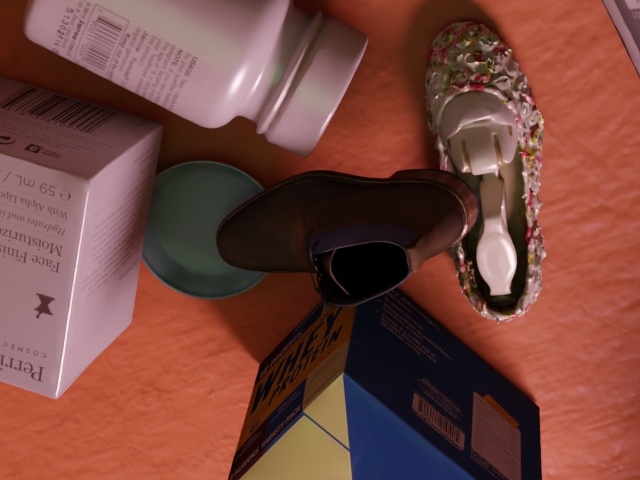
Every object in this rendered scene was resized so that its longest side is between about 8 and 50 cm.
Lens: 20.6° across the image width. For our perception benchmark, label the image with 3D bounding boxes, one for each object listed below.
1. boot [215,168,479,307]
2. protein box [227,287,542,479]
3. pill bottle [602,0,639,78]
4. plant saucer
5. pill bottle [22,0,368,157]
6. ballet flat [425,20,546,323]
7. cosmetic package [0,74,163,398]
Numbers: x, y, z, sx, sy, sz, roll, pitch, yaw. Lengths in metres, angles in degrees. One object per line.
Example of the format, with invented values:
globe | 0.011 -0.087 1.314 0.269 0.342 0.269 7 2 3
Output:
boot | 0.000 0.000 1.313 0.219 0.106 0.082 -11 109 28
protein box | 0.056 0.158 1.365 0.200 0.201 0.136 40 111 -11
pill bottle | 0.328 -0.124 1.219 0.204 0.204 0.361 -24 108 15
plant saucer | -0.089 -0.011 1.407 0.119 0.021 0.119 2 112 5
pill bottle | -0.089 -0.156 1.288 0.229 0.131 0.131 27 113 -5
ballet flat | 0.131 -0.045 1.341 0.091 0.077 0.241 -10 111 11
cosmetic package | -0.226 -0.007 1.342 0.151 0.151 0.184 16 113 11
